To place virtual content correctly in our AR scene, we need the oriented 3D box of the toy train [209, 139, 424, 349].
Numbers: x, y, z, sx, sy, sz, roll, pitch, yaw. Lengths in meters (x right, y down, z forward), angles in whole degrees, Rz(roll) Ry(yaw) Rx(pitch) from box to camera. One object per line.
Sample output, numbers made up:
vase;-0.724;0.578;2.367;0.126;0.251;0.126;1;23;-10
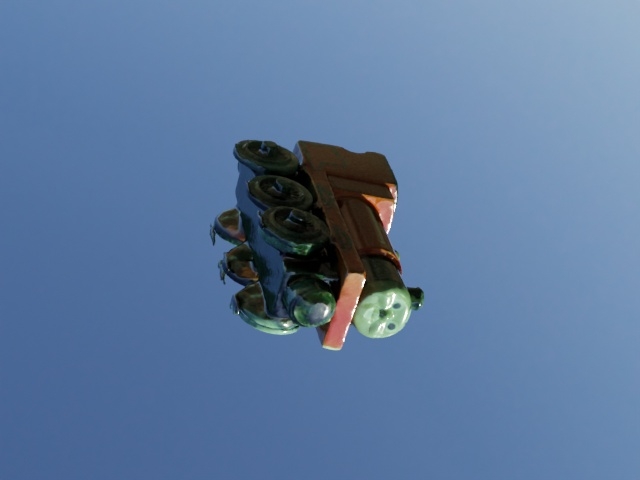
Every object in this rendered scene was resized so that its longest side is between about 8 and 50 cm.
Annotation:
toy train;0.000;0.000;0.547;0.064;0.044;0.103;11;-153;-17
